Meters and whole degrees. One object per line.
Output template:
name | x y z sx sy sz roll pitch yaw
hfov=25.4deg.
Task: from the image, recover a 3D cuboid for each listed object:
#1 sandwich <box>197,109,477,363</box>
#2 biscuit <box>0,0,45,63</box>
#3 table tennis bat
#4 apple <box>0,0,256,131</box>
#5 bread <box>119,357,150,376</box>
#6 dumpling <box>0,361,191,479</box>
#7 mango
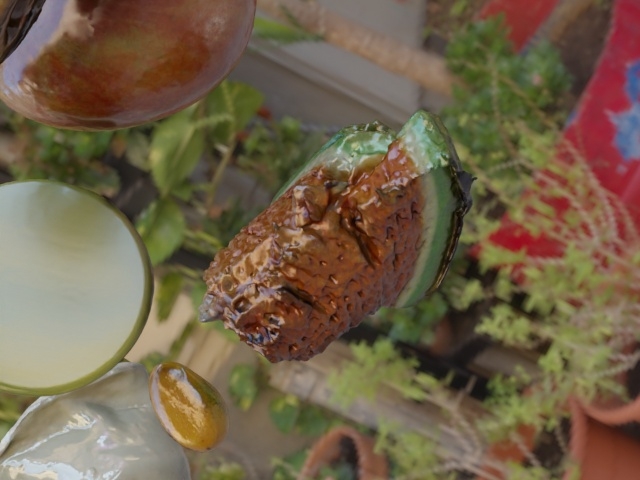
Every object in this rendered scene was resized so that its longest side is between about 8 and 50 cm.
sandwich | 0.000 0.000 1.470 0.301 0.162 0.250 -30 -32 -17
biscuit | -0.202 -0.307 1.184 0.367 0.063 0.314 -62 9 8
table tennis bat | -0.352 0.032 1.437 0.054 0.368 0.224 108 175 -73
apple | -0.203 -0.253 1.499 0.301 0.301 0.301 -57 15 24
bread | -0.426 0.213 2.350 0.166 0.383 0.112 -37 21 54
dumpling | -0.347 0.389 2.104 0.233 0.315 0.395 -172 73 -65
mango | -0.147 0.183 1.568 0.079 0.114 0.057 -31 8 32
